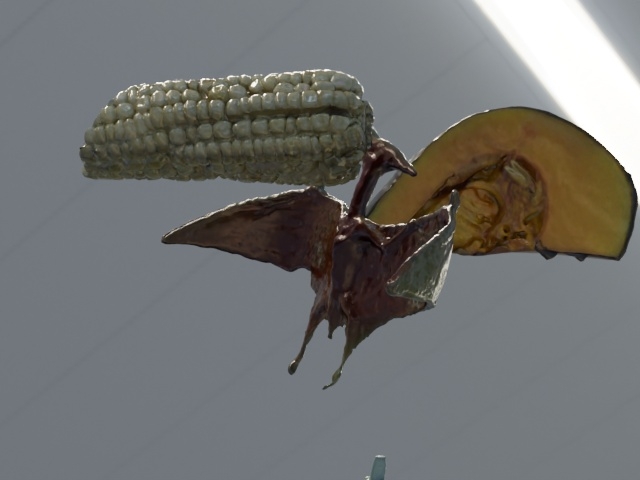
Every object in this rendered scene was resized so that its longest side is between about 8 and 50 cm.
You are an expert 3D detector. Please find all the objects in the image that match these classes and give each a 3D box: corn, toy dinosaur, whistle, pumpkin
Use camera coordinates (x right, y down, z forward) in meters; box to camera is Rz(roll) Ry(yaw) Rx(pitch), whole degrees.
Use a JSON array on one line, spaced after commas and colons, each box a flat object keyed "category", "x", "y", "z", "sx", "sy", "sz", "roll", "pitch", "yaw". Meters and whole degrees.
[{"category": "corn", "x": -0.067, "y": -0.082, "z": 0.850, "sx": 0.211, "sy": 0.087, "sz": 0.087, "roll": 3, "pitch": -47, "yaw": 6}, {"category": "toy dinosaur", "x": 0.000, "y": 0.009, "z": 0.898, "sx": 0.113, "sy": 0.327, "sz": 0.206, "roll": 17, "pitch": -67, "yaw": -28}, {"category": "whistle", "x": 0.071, "y": 0.330, "z": 1.545, "sx": 0.035, "sy": 0.035, "sz": 0.100, "roll": 4, "pitch": -82, "yaw": -25}, {"category": "pumpkin", "x": 0.186, "y": -0.067, "z": 1.340, "sx": 0.312, "sy": 0.148, "sz": 0.169, "roll": 1, "pitch": -84, "yaw": -2}]
